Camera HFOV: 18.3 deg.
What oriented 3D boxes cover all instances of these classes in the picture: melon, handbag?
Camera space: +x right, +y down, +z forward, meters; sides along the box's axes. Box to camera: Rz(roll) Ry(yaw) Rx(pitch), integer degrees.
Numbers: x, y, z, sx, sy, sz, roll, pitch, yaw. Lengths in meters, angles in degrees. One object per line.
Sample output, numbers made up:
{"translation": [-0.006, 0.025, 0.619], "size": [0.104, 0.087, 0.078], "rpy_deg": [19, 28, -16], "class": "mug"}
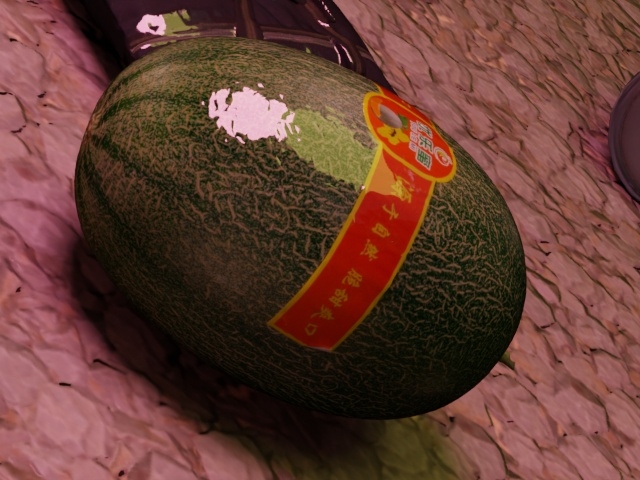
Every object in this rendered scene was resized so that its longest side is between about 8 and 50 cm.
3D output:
{"translation": [0.000, 0.000, 1.079], "size": [0.287, 0.182, 0.182], "rpy_deg": [30, 29, -27], "class": "melon"}
{"translation": [-0.066, -0.148, 1.311], "size": [0.254, 0.089, 0.211], "rpy_deg": [2, 42, -51], "class": "handbag"}

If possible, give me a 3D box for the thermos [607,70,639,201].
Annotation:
{"translation": [0.363, -0.103, 1.781], "size": [0.286, 0.145, 0.182], "rpy_deg": [-32, 108, -64], "class": "thermos"}
